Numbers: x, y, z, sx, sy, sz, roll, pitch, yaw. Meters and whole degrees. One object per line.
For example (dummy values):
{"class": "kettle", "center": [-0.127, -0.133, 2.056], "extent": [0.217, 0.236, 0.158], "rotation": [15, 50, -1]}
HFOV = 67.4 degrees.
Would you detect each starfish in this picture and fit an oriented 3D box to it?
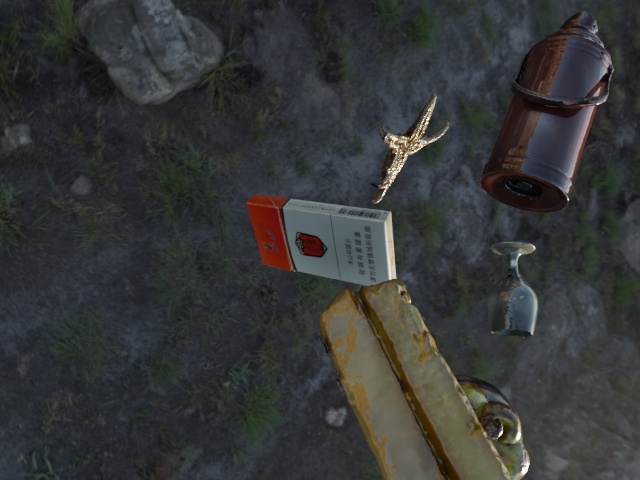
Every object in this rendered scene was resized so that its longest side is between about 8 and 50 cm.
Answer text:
{"class": "starfish", "center": [0.158, -0.169, 0.889], "extent": [0.057, 0.213, 0.238], "rotation": [38, 48, 18]}

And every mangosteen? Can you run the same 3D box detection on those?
{"class": "mangosteen", "center": [0.241, 0.316, 0.782], "extent": [0.192, 0.217, 0.192], "rotation": [0, 75, -1]}

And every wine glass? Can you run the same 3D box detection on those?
{"class": "wine glass", "center": [0.502, 0.127, 1.255], "extent": [0.127, 0.126, 0.241], "rotation": [17, 70, -35]}

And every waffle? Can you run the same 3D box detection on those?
{"class": "waffle", "center": [0.098, 0.191, 0.465], "extent": [0.098, 0.224, 0.327], "rotation": [-26, 148, -3]}

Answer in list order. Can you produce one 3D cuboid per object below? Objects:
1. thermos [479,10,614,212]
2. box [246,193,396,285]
{"class": "thermos", "center": [0.264, -0.153, 0.547], "extent": [0.232, 0.099, 0.124], "rotation": [-67, 158, -12]}
{"class": "box", "center": [0.000, 0.000, 0.781], "extent": [0.035, 0.245, 0.139], "rotation": [-54, 144, -44]}
